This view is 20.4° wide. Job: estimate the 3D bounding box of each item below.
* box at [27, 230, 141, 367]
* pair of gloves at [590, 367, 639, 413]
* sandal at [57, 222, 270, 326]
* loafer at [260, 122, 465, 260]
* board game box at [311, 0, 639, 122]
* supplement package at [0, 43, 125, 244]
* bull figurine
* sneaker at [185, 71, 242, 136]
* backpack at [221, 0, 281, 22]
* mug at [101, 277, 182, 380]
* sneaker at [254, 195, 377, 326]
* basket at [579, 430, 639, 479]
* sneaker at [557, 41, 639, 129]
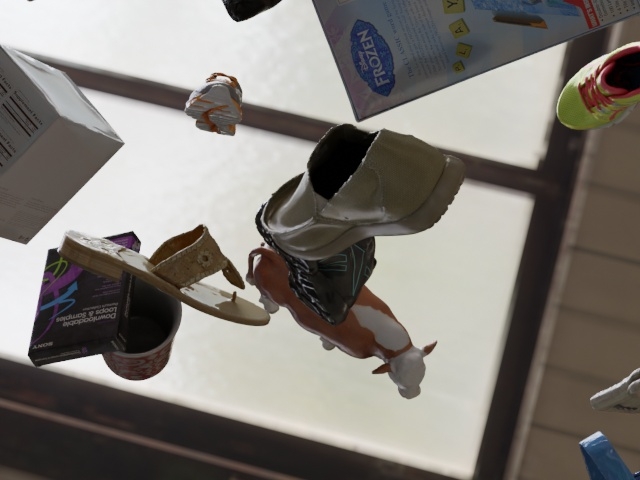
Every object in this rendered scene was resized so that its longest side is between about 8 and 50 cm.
[{"bbox_3d":[-0.272,0.067,2.055,0.029,0.116,0.162,60,-155,-46],"label":"box"},{"bbox_3d":[0.456,0.163,2.030,0.204,0.240,0.042,139,133,-64],"label":"pair of gloves"},{"bbox_3d":[-0.144,0.016,1.826,0.079,0.240,0.088,-66,20,12],"label":"sandal"},{"bbox_3d":[0.022,-0.052,1.558,0.268,0.092,0.102,-15,38,56],"label":"loafer"},{"bbox_3d":[0.130,-0.325,1.827,0.066,0.318,0.318,-41,-69,-77],"label":"board game box"},{"bbox_3d":[-0.412,-0.126,2.370,0.203,0.149,0.194,-45,-20,9],"label":"supplement package"},{"bbox_3d":[0.023,0.102,2.487,0.101,0.310,0.188,-52,10,-15],"label":"bull figurine"},{"bbox_3d":[-0.153,-0.213,2.637,0.215,0.084,0.083,136,148,-82],"label":"sneaker"},{"bbox_3d":[-0.075,-0.416,1.490,0.290,0.355,0.273,-41,-6,-33],"label":"backpack"},{"bbox_3d":[-0.230,0.094,2.213,0.169,0.113,0.150,103,164,-71],"label":"mug"},{"bbox_3d":[0.000,0.000,2.087,0.106,0.101,0.267,-44,-27,-11],"label":"sneaker"},{"bbox_3d":[0.347,0.337,1.800,0.255,0.201,0.289,60,-179,26],"label":"basket"},{"bbox_3d":[0.346,-0.189,2.100,0.094,0.081,0.208,-16,-11,-43],"label":"sneaker"}]
